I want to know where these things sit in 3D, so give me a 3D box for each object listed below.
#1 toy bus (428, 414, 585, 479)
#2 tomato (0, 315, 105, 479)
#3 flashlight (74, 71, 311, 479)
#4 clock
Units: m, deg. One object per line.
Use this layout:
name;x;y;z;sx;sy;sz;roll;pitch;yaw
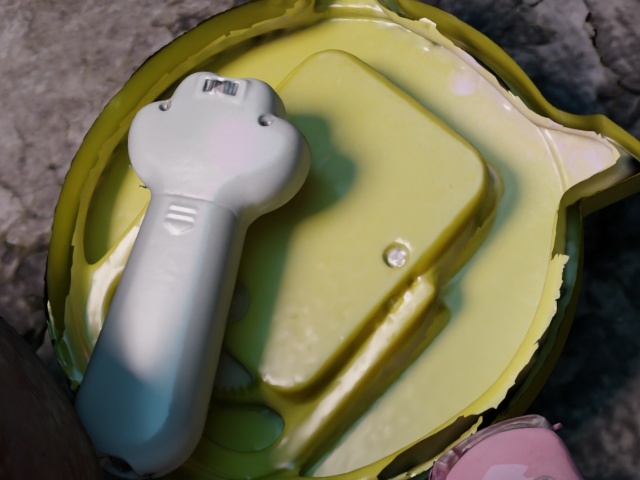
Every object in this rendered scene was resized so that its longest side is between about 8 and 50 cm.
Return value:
toy bus;0.110;0.171;0.520;0.063;0.090;0.203;-25;73;-4
tomato;-0.241;0.118;0.499;0.317;0.316;0.282;35;79;26
flashlight;-0.065;0.016;0.611;0.093;0.047;0.200;10;76;19
clock;0.000;0.003;0.663;0.293;0.071;0.277;-41;66;-2
